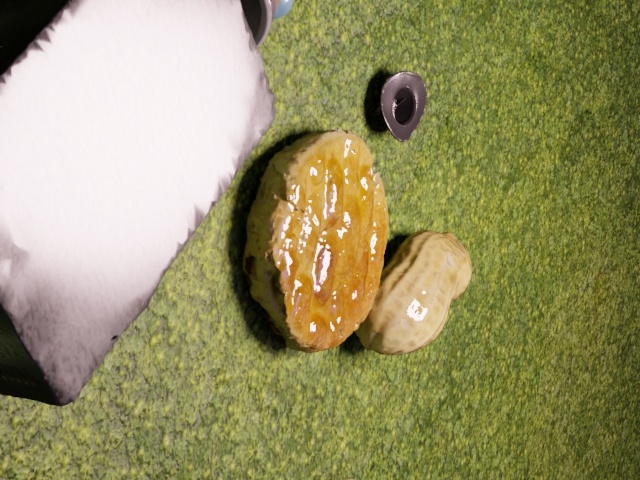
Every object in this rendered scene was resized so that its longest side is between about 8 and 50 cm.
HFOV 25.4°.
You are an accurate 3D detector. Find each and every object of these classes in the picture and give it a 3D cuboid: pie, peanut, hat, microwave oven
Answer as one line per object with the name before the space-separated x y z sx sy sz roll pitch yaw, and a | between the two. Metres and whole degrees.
pie | 0.000 0.000 2.016 0.339 0.083 0.339 -19 111 -59
peanut | 0.152 0.077 2.245 0.305 0.147 0.147 -53 139 -47
hat | 0.117 -0.206 2.188 0.121 0.050 0.121 -15 109 -51
microwave oven | -0.272 -0.105 1.374 0.432 0.236 0.374 -58 143 -35

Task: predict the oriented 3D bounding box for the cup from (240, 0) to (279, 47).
cup | -0.124 -0.343 1.622 0.301 0.227 0.257 105 7 -57

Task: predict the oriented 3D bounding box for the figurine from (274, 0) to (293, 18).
figurine | -0.064 -0.391 1.817 0.205 0.103 0.260 127 -23 -77

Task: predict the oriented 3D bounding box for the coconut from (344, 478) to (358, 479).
coconut | 0.048 0.439 2.163 0.116 0.116 0.122 -45 129 -46
